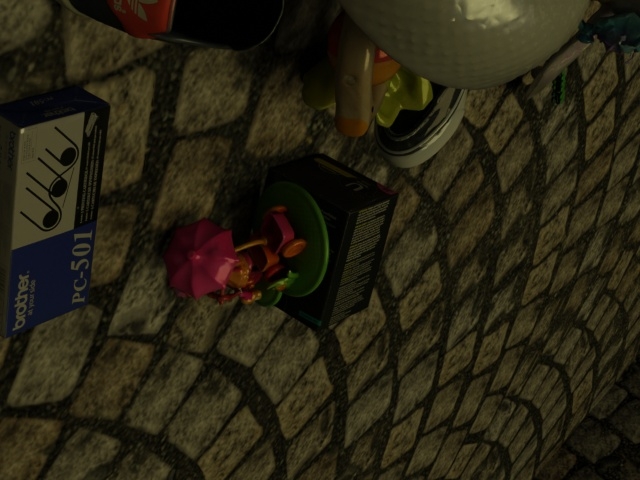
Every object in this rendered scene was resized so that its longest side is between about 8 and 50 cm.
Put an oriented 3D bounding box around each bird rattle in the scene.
[{"bbox_3d":[0.063,-0.217,1.173,0.207,0.143,0.254,-70,176,-50],"label":"bird rattle"}]

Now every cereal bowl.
[{"bbox_3d":[0.143,-0.317,1.062,0.339,0.141,0.339,16,64,-37],"label":"cereal bowl"}]

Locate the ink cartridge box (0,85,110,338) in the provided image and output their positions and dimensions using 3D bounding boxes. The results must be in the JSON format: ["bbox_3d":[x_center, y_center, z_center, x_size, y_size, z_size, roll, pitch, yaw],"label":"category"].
[{"bbox_3d":[-0.242,-0.023,1.006,0.097,0.046,0.207,-25,137,-47],"label":"ink cartridge box"}]

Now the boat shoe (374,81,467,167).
[{"bbox_3d":[0.141,-0.234,1.381,0.301,0.108,0.102,-61,153,-4],"label":"boat shoe"}]

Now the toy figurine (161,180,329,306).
[{"bbox_3d":[-0.101,0.023,1.254,0.159,0.130,0.173,-12,152,-39],"label":"toy figurine"}]

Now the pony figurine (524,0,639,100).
[{"bbox_3d":[0.422,-0.323,1.581,0.351,0.363,0.303,26,86,-78],"label":"pony figurine"}]

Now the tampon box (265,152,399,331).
[{"bbox_3d":[0.000,0.000,1.352,0.101,0.120,0.161,-22,134,-49],"label":"tampon box"}]

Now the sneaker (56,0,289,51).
[{"bbox_3d":[-0.063,-0.227,0.999,0.350,0.148,0.131,-26,137,-48],"label":"sneaker"}]

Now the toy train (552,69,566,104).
[{"bbox_3d":[0.387,-0.253,1.871,0.024,0.017,0.083,-56,154,-30],"label":"toy train"}]
